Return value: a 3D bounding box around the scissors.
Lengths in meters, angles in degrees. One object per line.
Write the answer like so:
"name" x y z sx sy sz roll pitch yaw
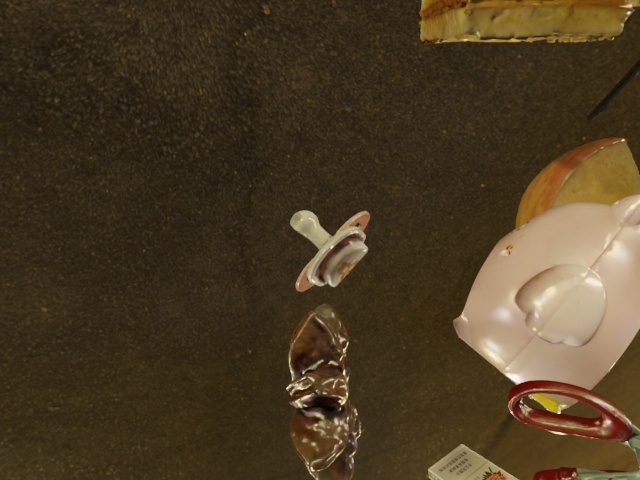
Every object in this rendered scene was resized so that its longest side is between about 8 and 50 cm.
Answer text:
"scissors" 0.273 0.156 0.279 0.248 0.017 0.144 -10 113 32

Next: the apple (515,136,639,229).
"apple" 0.618 -0.065 1.002 0.309 0.252 0.314 -38 155 -1

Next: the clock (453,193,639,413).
"clock" 0.438 0.094 0.772 0.376 0.251 0.368 -53 154 0

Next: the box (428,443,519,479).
"box" 0.316 0.469 0.766 0.109 0.198 0.029 -15 105 -32

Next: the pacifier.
"pacifier" 0.025 0.022 1.292 0.332 0.273 0.220 -48 128 3

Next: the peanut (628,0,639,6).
"peanut" 0.466 -0.514 0.629 0.140 0.153 0.325 -36 113 26

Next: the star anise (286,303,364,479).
"star anise" 0.009 0.262 0.692 0.108 0.315 0.315 -13 129 8

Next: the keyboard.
"keyboard" 0.643 -0.342 0.846 0.204 0.013 0.061 -51 170 12

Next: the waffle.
"waffle" 0.338 -0.414 0.735 0.261 0.376 0.113 3 115 1
